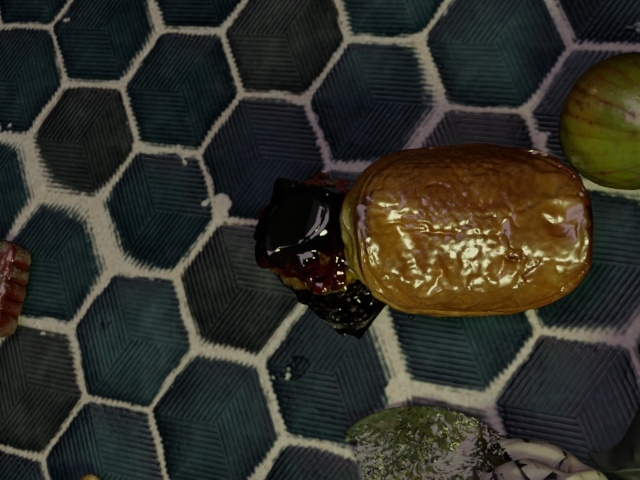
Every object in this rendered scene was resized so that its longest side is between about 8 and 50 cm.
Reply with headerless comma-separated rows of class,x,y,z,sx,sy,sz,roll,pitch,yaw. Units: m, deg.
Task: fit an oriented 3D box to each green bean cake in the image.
green bean cake,-0.474,0.067,1.542,0.135,0.056,0.135,2,77,24

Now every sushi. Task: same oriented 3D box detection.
sushi,0.000,0.000,1.307,0.172,0.150,0.153,39,92,28

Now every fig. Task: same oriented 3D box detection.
fig,0.358,-0.110,1.151,0.151,0.151,0.259,-50,27,2

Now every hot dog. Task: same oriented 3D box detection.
hot dog,0.156,-0.010,1.224,0.272,0.122,0.196,-4,90,-1

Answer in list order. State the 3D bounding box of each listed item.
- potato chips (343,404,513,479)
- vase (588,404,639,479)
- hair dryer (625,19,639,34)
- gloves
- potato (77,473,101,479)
potato chips,0.123,0.252,1.252,0.209,0.026,0.142,30,90,28
vase,0.422,0.120,1.084,0.251,0.156,0.301,16,81,39
hair dryer,0.403,-0.237,1.274,0.114,0.037,0.063,13,81,33
gloves,0.242,0.269,1.120,0.127,0.111,0.212,-30,56,-17
potato,-0.288,0.337,1.386,0.068,0.062,0.083,-13,48,4
